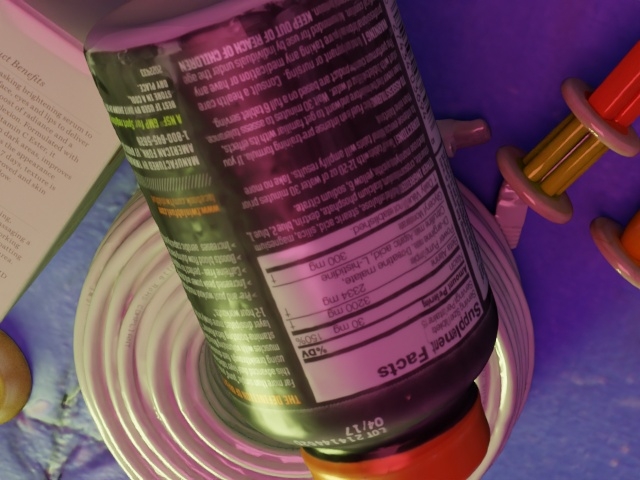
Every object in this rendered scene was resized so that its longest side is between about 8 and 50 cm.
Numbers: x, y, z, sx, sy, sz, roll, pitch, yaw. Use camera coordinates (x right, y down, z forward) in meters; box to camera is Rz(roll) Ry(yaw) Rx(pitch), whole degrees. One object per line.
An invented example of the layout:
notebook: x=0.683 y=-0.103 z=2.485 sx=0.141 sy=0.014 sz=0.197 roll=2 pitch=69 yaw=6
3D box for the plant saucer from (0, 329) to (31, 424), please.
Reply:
plant saucer: x=-0.226 y=0.087 z=0.815 sx=0.083 sy=0.015 sz=0.083 roll=4 pitch=116 yaw=8

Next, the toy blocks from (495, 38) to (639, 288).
toy blocks: x=0.181 y=-0.057 z=0.646 sx=0.123 sy=0.054 sz=0.148 roll=35 pitch=117 yaw=-19

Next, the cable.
cable: x=-0.009 y=0.063 z=0.724 sx=0.257 sy=0.089 sz=0.257 roll=-1 pitch=115 yaw=10

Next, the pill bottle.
pill bottle: x=0.000 y=0.000 z=0.568 sx=0.130 sy=0.130 sz=0.246 roll=-14 pitch=112 yaw=16

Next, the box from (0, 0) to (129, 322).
box: x=-0.149 y=-0.059 z=0.668 sx=0.091 sy=0.130 sz=0.170 roll=35 pitch=115 yaw=-7
